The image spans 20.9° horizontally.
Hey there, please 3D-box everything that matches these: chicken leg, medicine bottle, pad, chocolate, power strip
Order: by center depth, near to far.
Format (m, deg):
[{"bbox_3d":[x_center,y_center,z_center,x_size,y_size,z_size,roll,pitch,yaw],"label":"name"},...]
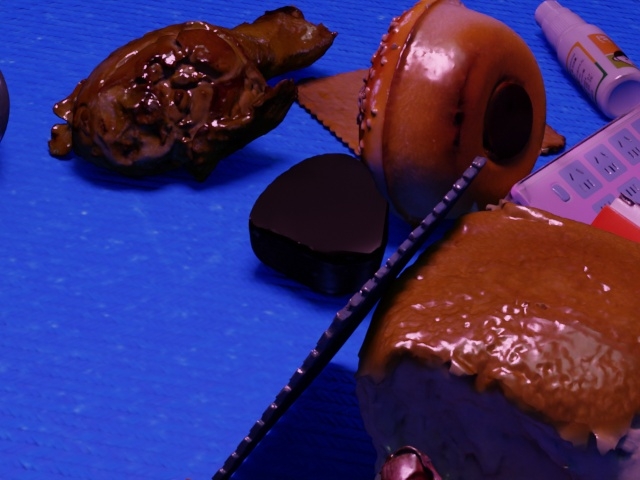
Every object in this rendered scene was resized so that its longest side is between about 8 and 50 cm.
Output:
[{"bbox_3d":[0.010,0.075,1.302,0.012,0.269,0.270,39,40,4],"label":"pad"},{"bbox_3d":[0.000,0.000,1.577,0.125,0.080,0.149,-17,44,-12],"label":"chocolate"},{"bbox_3d":[0.284,-0.050,1.695,0.109,0.037,0.279,48,45,11],"label":"power strip"},{"bbox_3d":[-0.097,-0.169,1.772,0.211,0.140,0.361,23,39,40],"label":"chicken leg"},{"bbox_3d":[0.315,-0.209,1.980,0.092,0.061,0.221,18,25,-29],"label":"medicine bottle"}]

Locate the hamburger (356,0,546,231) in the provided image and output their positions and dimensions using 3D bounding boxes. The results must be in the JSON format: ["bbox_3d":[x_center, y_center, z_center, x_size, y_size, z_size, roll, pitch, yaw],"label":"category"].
[{"bbox_3d":[0.118,-0.119,1.655,0.147,0.237,0.237,10,29,37],"label":"hamburger"}]

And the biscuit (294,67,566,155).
[{"bbox_3d":[0.113,-0.136,1.868,0.232,0.013,0.237,-13,37,-26],"label":"biscuit"}]

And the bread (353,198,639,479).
[{"bbox_3d":[0.183,0.130,1.254,0.279,0.225,0.250,15,35,20],"label":"bread"}]

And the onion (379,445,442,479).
[{"bbox_3d":[0.091,0.235,1.126,0.195,0.140,0.218,-26,52,-9],"label":"onion"}]

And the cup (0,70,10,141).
[{"bbox_3d":[-0.371,-0.129,1.660,0.199,0.199,0.150,16,15,17],"label":"cup"}]

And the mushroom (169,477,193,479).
[{"bbox_3d":[-0.085,0.284,1.069,0.177,0.126,0.397,5,30,-20],"label":"mushroom"}]

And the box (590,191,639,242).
[{"bbox_3d":[0.305,0.057,1.458,0.182,0.099,0.133,40,5,42],"label":"box"}]
